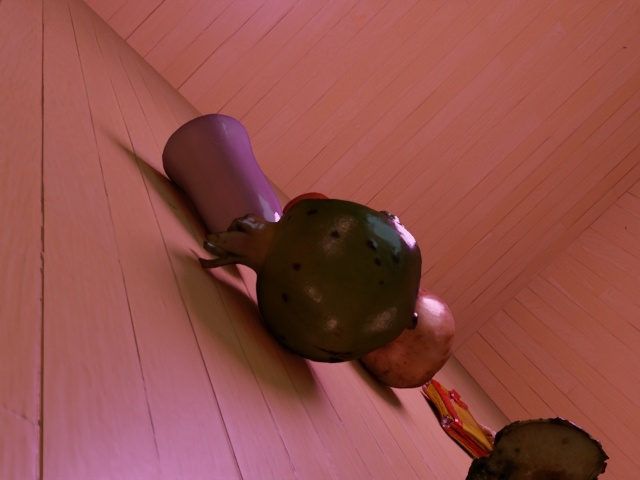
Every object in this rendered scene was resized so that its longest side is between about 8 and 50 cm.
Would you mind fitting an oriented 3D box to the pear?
[{"bbox_3d":[0.393,0.424,1.289,0.164,0.238,0.255,42,3,31],"label":"pear"}]

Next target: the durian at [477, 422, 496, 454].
[{"bbox_3d":[0.466,0.557,1.884,0.140,0.078,0.224,25,8,-44],"label":"durian"}]

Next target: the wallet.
[{"bbox_3d":[0.338,0.437,1.787,0.141,0.067,0.241,43,5,-15],"label":"wallet"}]

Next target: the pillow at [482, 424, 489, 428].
[{"bbox_3d":[0.573,0.656,2.210,0.211,0.034,0.135,46,5,-14],"label":"pillow"}]

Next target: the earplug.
[{"bbox_3d":[-0.149,-0.068,1.260,0.172,0.172,0.301,41,12,-52],"label":"earplug"}]

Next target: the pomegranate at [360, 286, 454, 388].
[{"bbox_3d":[0.165,0.196,1.481,0.215,0.215,0.215,46,4,-4],"label":"pomegranate"}]

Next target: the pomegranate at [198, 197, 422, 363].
[{"bbox_3d":[-0.008,0.048,1.059,0.341,0.260,0.260,14,9,-6],"label":"pomegranate"}]

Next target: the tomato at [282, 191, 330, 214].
[{"bbox_3d":[0.002,0.002,1.828,0.260,0.180,0.260,48,5,-6],"label":"tomato"}]
